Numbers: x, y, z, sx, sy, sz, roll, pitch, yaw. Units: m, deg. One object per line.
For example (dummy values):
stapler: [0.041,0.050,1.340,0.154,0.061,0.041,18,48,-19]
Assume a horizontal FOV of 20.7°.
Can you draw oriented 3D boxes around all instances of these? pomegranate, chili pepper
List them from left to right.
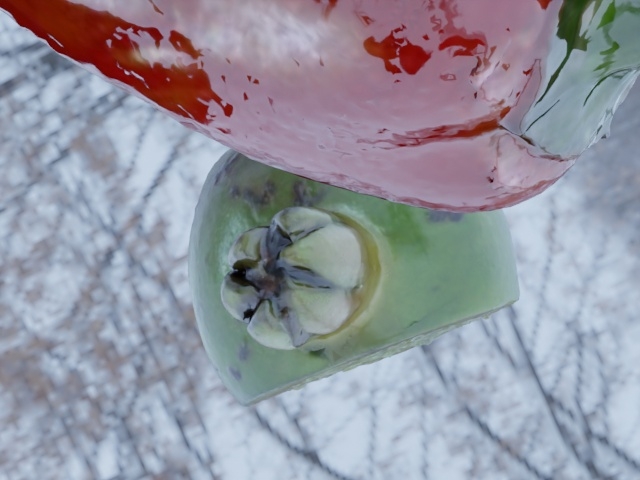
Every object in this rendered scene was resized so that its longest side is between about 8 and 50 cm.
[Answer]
pomegranate: [-0.007,0.004,1.019,0.241,0.190,0.159,-19,-95,-46]
chili pepper: [0.017,-0.076,0.397,0.338,0.131,0.134,32,-144,8]
